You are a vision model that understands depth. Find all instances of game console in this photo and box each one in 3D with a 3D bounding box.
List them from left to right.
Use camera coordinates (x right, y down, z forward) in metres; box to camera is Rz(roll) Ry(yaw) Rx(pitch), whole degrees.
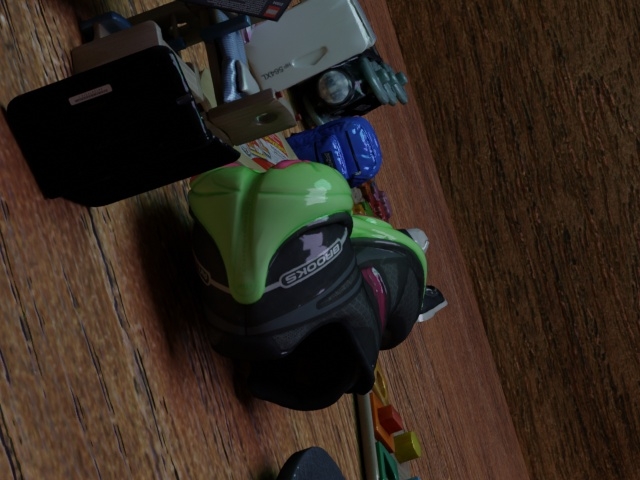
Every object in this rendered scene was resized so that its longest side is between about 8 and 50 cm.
[{"bbox_3d":[-0.132,-0.074,0.781,0.071,0.122,0.107,-80,150,-66],"label":"game console"}]

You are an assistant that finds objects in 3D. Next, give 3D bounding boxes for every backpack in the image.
[{"bbox_3d":[0.018,-0.104,1.481,0.101,0.120,0.098,-61,134,-73],"label":"backpack"}]

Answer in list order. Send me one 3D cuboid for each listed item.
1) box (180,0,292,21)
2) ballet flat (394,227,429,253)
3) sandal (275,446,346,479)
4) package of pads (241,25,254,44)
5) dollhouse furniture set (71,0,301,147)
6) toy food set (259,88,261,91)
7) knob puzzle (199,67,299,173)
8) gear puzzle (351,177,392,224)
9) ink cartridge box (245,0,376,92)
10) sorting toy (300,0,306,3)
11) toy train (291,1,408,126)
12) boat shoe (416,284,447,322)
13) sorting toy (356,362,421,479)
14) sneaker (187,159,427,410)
[{"bbox_3d":[-0.127,-0.244,0.925,0.207,0.036,0.114,3,49,-40],"label":"box"},{"bbox_3d":[0.145,0.011,1.900,0.203,0.074,0.074,79,-3,-77],"label":"ballet flat"},{"bbox_3d":[-0.032,0.256,0.971,0.097,0.054,0.254,64,23,-7],"label":"sandal"},{"bbox_3d":[-0.103,-0.246,1.306,0.083,0.050,0.032,-84,160,-61],"label":"package of pads"},{"bbox_3d":[-0.114,-0.168,0.970,0.183,0.129,0.129,43,32,-66],"label":"dollhouse furniture set"},{"bbox_3d":[-0.089,-0.196,1.374,0.078,0.019,0.122,-6,79,-77],"label":"toy food set"},{"bbox_3d":[-0.080,-0.110,1.230,0.213,0.030,0.213,47,17,-20],"label":"knob puzzle"},{"bbox_3d":[0.076,-0.072,1.864,0.339,0.044,0.175,-59,131,-74],"label":"gear puzzle"},{"bbox_3d":[-0.013,-0.253,1.429,0.086,0.148,0.203,64,8,-8],"label":"ink cartridge box"},{"bbox_3d":[-0.012,-0.531,2.000,0.257,0.089,0.255,-94,162,-46],"label":"sorting toy"},{"bbox_3d":[0.029,-0.268,1.752,0.190,0.142,0.334,61,14,1],"label":"toy train"},{"bbox_3d":[0.163,0.092,1.936,0.233,0.084,0.079,-13,86,-75],"label":"boat shoe"},{"bbox_3d":[0.099,0.284,1.482,0.196,0.047,0.348,60,17,-45],"label":"sorting toy"},{"bbox_3d":[-0.015,0.063,1.095,0.483,0.185,0.202,31,63,-69],"label":"sneaker"}]
